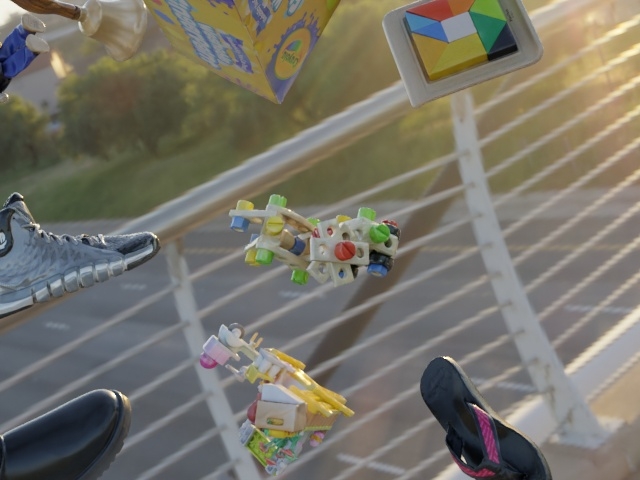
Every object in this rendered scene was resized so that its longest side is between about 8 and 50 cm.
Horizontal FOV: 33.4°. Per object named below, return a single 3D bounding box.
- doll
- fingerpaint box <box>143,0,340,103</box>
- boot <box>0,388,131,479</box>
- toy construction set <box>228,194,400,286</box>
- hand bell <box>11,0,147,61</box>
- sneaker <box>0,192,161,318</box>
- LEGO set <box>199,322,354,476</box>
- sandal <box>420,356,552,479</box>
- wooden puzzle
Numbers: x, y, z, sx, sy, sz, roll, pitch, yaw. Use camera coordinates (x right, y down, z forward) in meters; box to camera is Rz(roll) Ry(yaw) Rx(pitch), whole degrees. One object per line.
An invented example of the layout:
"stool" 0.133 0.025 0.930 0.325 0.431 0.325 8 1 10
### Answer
"doll" -0.494 -0.275 1.639 0.189 0.129 0.046 -29 -24 31
"fingerpaint box" -0.048 -0.392 1.103 0.371 0.163 0.445 -61 -10 -5
"boot" -0.570 0.292 1.682 0.367 0.445 0.146 -43 40 4
"toy construction set" 0.000 0.000 1.758 0.328 0.215 0.151 11 77 62
"hand bell" -0.437 -0.397 1.856 0.126 0.126 0.242 -8 -10 43
"sneaker" -0.308 -0.003 1.243 0.229 0.132 0.086 -21 4 -21
"LEGO set" -0.049 0.180 1.057 0.107 0.132 0.287 -58 17 1
"sandal" 0.132 0.171 0.924 0.040 0.067 0.179 10 29 -40
"wooden puzzle" 0.238 -0.355 1.834 0.239 0.044 0.221 -22 57 10
